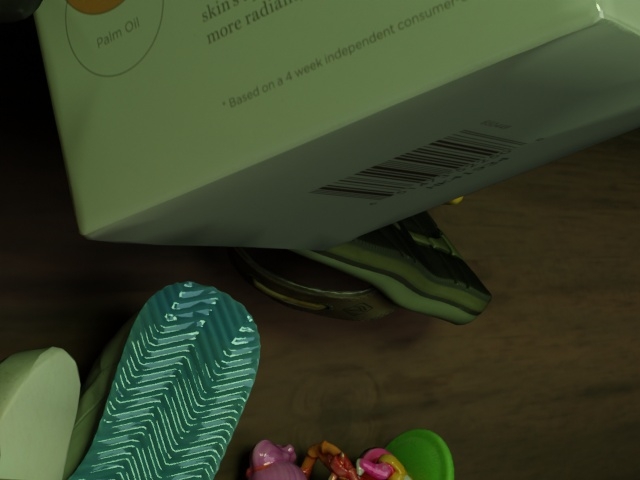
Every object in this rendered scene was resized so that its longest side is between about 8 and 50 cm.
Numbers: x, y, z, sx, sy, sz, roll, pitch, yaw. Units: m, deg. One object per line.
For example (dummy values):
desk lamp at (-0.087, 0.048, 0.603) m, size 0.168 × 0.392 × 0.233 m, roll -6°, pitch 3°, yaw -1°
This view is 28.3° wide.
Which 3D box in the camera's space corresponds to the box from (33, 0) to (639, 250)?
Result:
box at (0.000, -0.191, 0.504) m, size 0.168 × 0.215 × 0.345 m, roll 2°, pitch 71°, yaw -56°

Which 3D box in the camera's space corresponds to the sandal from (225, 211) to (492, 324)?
sandal at (0.001, 0.002, 0.708) m, size 0.086 × 0.120 × 0.303 m, roll -38°, pitch 145°, yaw 15°

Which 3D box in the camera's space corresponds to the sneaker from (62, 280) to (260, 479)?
sneaker at (-0.103, 0.132, 0.609) m, size 0.087 × 0.092 × 0.228 m, roll 33°, pitch 69°, yaw -6°

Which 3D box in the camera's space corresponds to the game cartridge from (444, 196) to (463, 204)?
game cartridge at (0.049, -0.227, 0.772) m, size 0.285 × 0.053 × 0.323 m, roll 39°, pitch 65°, yaw -42°

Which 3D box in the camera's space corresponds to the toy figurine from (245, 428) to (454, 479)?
toy figurine at (0.001, 0.169, 0.737) m, size 0.159 × 0.130 × 0.173 m, roll 28°, pitch 53°, yaw -35°

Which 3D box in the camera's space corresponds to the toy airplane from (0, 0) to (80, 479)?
toy airplane at (-0.210, 0.046, 0.404) m, size 0.386 × 0.273 × 0.384 m, roll -86°, pitch -179°, yaw -77°
